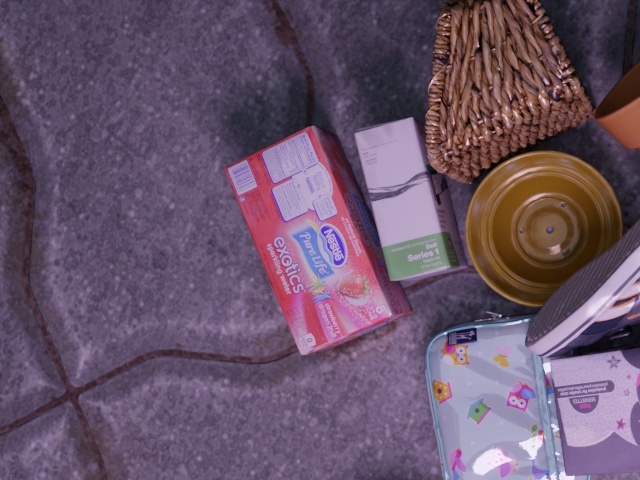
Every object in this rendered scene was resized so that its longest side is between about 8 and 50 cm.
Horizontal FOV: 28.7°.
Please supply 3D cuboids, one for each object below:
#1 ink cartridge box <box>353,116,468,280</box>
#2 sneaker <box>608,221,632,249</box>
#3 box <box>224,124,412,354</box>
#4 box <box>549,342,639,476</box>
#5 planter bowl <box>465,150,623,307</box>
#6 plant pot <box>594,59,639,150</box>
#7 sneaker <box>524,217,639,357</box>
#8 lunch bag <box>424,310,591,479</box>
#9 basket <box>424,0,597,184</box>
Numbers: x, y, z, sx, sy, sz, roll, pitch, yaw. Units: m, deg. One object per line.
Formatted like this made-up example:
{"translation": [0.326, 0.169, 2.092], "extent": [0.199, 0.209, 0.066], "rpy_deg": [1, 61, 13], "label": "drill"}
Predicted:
{"translation": [0.131, -0.057, 1.785], "extent": [0.092, 0.160, 0.219], "rpy_deg": [-14, 85, 15], "label": "ink cartridge box"}
{"translation": [0.520, -0.011, 1.693], "extent": [0.281, 0.105, 0.115], "rpy_deg": [-14, 85, 17], "label": "sneaker"}
{"translation": [0.000, 0.000, 1.833], "extent": [0.154, 0.142, 0.300], "rpy_deg": [-26, 82, 15], "label": "box"}
{"translation": [0.440, 0.210, 1.607], "extent": [0.247, 0.142, 0.163], "rpy_deg": [-14, 81, 43], "label": "box"}
{"translation": [0.319, -0.016, 1.762], "extent": [0.217, 0.090, 0.217], "rpy_deg": [0, 90, 17], "label": "planter bowl"}
{"translation": [0.534, -0.183, 1.619], "extent": [0.291, 0.291, 0.203], "rpy_deg": [-43, 94, 12], "label": "plant pot"}
{"translation": [0.411, 0.066, 1.619], "extent": [0.127, 0.126, 0.321], "rpy_deg": [40, 117, -9], "label": "sneaker"}
{"translation": [0.272, 0.235, 1.762], "extent": [0.224, 0.108, 0.279], "rpy_deg": [-9, 86, 17], "label": "lunch bag"}
{"translation": [0.222, -0.224, 1.687], "extent": [0.223, 0.299, 0.213], "rpy_deg": [-27, 81, 15], "label": "basket"}
